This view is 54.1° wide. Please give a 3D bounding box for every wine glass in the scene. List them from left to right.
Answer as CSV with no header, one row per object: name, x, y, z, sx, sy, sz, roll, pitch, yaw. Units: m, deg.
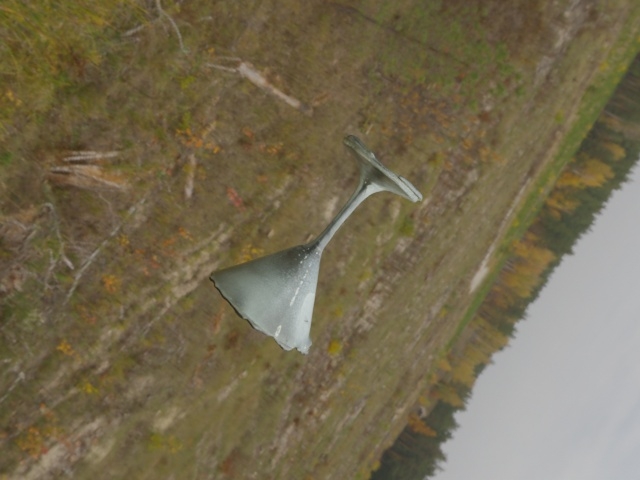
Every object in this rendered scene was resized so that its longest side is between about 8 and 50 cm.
wine glass,0.000,0.000,0.728,0.232,0.156,0.156,-50,163,3
